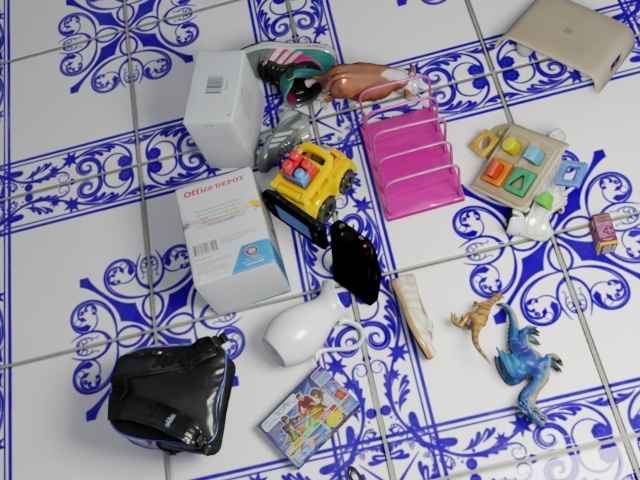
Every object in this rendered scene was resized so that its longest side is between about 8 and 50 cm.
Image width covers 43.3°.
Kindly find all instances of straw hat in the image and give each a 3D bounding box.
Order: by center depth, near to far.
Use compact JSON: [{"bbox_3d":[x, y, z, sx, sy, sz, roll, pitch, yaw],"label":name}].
[{"bbox_3d":[0.481,-0.255,2.034,0.144,0.061,0.145,-4,64,9],"label":"straw hat"}]

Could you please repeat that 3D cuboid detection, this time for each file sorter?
[{"bbox_3d":[0.220,-0.236,2.007,0.202,0.182,0.291,-15,62,3],"label":"file sorter"}]

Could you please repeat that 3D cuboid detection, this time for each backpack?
[{"bbox_3d":[-0.335,0.354,1.814,0.263,0.213,0.277,5,59,5],"label":"backpack"}]

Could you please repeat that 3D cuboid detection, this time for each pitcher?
[{"bbox_3d":[-0.014,0.218,1.876,0.207,0.125,0.178,-37,78,-20],"label":"pitcher"}]

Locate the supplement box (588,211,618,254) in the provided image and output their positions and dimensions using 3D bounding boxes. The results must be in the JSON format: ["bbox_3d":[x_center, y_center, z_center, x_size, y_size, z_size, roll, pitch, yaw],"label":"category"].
[{"bbox_3d":[0.662,-0.016,1.886,0.043,0.055,0.083,-10,64,5],"label":"supplement box"}]

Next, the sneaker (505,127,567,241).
[{"bbox_3d":[0.545,-0.131,1.945,0.118,0.110,0.292,21,78,11],"label":"sneaker"}]

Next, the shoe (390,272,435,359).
[{"bbox_3d":[0.226,0.171,1.867,0.058,0.076,0.219,-23,60,5],"label":"shoe"}]

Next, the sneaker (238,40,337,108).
[{"bbox_3d":[-0.107,-0.445,2.212,0.295,0.124,0.178,-1,54,9],"label":"sneaker"}]

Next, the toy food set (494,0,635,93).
[{"bbox_3d":[0.646,-0.520,2.128,0.306,0.092,0.220,32,62,22],"label":"toy food set"}]

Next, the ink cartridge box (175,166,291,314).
[{"bbox_3d":[-0.212,0.001,1.967,0.198,0.197,0.270,-18,62,3],"label":"ink cartridge box"}]

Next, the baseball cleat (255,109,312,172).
[{"bbox_3d":[-0.089,-0.261,2.142,0.109,0.072,0.206,18,70,19],"label":"baseball cleat"}]

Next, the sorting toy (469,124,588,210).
[{"bbox_3d":[0.462,-0.182,1.911,0.196,0.047,0.347,-54,41,-1],"label":"sorting toy"}]

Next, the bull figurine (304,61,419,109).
[{"bbox_3d":[0.114,-0.404,2.101,0.188,0.310,0.101,-15,80,47],"label":"bull figurine"}]

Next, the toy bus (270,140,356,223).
[{"bbox_3d":[-0.025,-0.170,2.008,0.149,0.211,0.220,28,71,23],"label":"toy bus"}]

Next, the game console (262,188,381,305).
[{"bbox_3d":[0.000,0.000,1.920,0.361,0.213,0.044,35,63,26],"label":"game console"}]

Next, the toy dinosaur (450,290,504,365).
[{"bbox_3d":[0.351,0.183,1.807,0.112,0.064,0.211,-13,36,42],"label":"toy dinosaur"}]

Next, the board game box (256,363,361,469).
[{"bbox_3d":[-0.026,0.398,1.828,0.201,0.035,0.136,-43,64,-11],"label":"board game box"}]

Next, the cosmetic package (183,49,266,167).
[{"bbox_3d":[-0.248,-0.342,2.126,0.138,0.225,0.224,0,64,14],"label":"cosmetic package"}]

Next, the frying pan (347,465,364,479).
[{"bbox_3d":[0.126,0.649,1.668,0.326,0.053,0.197,35,75,26],"label":"frying pan"}]

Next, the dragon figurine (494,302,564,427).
[{"bbox_3d":[0.433,0.264,1.776,0.144,0.085,0.289,-30,64,-5],"label":"dragon figurine"}]
